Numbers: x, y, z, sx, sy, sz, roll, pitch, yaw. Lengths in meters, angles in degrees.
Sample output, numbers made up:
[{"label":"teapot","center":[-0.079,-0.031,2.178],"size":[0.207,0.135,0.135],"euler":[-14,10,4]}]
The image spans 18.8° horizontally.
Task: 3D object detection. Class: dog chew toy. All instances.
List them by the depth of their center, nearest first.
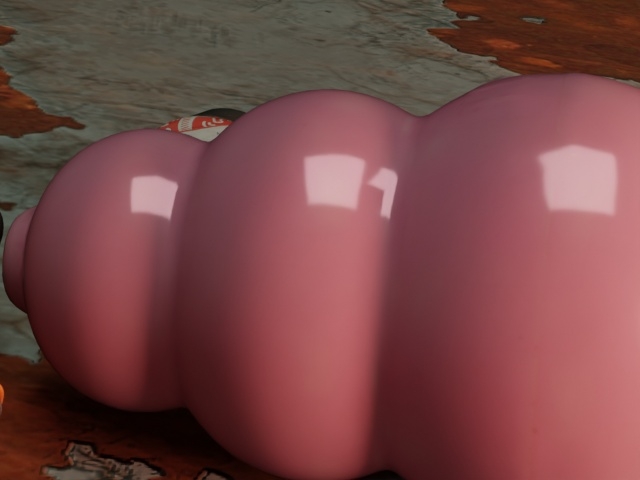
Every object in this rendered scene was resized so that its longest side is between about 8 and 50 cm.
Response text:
[{"label":"dog chew toy","center":[0.022,0.021,0.870],"size":[0.332,0.206,0.206],"euler":[5,22,10]}]

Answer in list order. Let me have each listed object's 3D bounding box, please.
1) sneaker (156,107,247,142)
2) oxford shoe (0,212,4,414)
[{"label":"sneaker","center":[-0.001,0.001,1.036],"size":[0.270,0.090,0.145],"euler":[17,25,26]},{"label":"oxford shoe","center":[-0.184,0.057,0.853],"size":[0.098,0.097,0.271],"euler":[27,30,-2]}]
